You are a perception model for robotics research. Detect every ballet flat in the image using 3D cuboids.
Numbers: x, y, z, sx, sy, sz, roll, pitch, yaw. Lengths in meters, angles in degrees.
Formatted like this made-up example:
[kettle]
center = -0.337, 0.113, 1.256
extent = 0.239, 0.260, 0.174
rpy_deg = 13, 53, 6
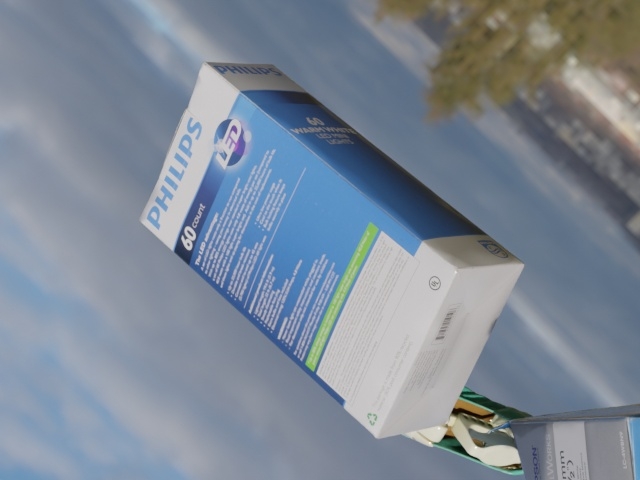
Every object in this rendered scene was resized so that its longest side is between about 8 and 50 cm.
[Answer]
[ballet flat]
center = 0.153, 0.207, 2.135
extent = 0.247, 0.083, 0.087
rpy_deg = 19, -162, -17

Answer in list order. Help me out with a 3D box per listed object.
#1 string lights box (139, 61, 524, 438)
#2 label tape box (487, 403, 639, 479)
[string lights box]
center = 0.000, 0.000, 1.255
extent = 0.076, 0.133, 0.259
rpy_deg = -4, -143, -48
[label tape box]
center = 0.360, 0.229, 1.982
extent = 0.347, 0.249, 0.115
rpy_deg = 157, 108, -70
